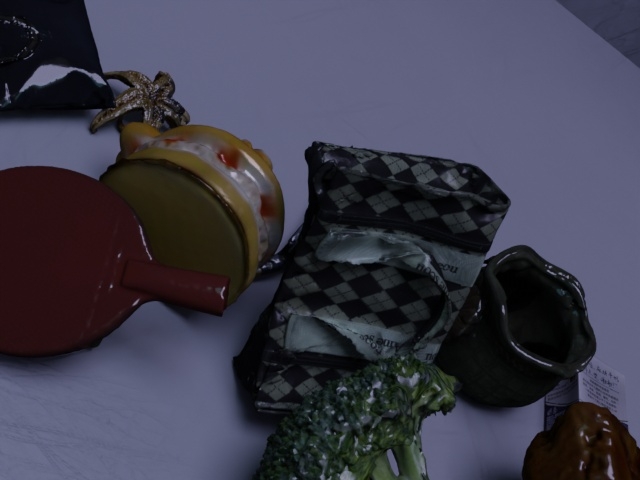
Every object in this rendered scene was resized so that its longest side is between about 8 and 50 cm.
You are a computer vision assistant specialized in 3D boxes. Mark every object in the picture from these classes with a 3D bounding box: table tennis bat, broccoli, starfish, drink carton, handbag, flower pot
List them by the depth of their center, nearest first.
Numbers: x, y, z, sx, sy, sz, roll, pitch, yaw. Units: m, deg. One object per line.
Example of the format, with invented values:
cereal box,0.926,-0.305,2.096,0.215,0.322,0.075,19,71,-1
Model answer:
table tennis bat,-0.327,0.034,1.091,0.414,0.051,0.268,11,68,-2
broccoli,0.053,0.326,1.129,0.375,0.249,0.302,-49,116,-24
handbag,0.060,0.062,1.224,0.316,0.416,0.180,10,25,-30
handbag,-0.467,-0.315,1.327,0.211,0.089,0.254,-8,65,-29
starfish,-0.321,-0.240,1.406,0.189,0.074,0.146,-24,81,-43
flower pot,0.341,0.153,1.512,0.301,0.213,0.302,20,49,-25
drink carton,0.523,0.337,1.597,0.134,0.102,0.222,30,46,-14

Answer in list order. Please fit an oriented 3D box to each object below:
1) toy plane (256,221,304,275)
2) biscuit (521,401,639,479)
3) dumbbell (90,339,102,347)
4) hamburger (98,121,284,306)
toy plane,0.006,-0.006,1.453,0.316,0.103,0.204,-23,75,-45
biscuit,0.465,0.485,1.316,0.395,0.166,0.343,44,41,-40
dumbbell,-0.358,0.115,1.126,0.118,0.046,0.052,16,46,-27
hamburger,-0.203,-0.052,1.234,0.302,0.261,0.186,18,38,11
